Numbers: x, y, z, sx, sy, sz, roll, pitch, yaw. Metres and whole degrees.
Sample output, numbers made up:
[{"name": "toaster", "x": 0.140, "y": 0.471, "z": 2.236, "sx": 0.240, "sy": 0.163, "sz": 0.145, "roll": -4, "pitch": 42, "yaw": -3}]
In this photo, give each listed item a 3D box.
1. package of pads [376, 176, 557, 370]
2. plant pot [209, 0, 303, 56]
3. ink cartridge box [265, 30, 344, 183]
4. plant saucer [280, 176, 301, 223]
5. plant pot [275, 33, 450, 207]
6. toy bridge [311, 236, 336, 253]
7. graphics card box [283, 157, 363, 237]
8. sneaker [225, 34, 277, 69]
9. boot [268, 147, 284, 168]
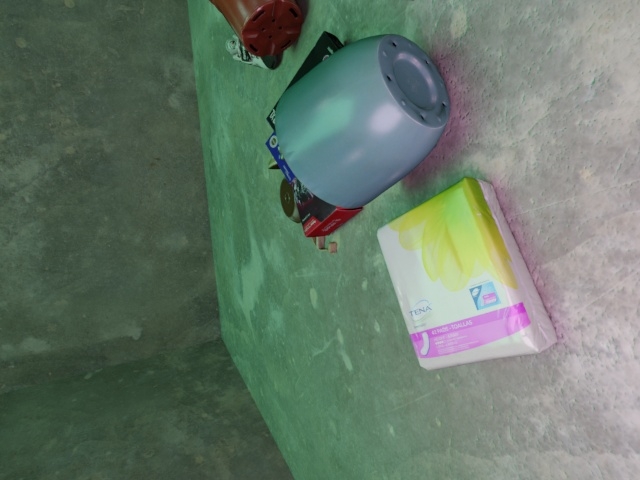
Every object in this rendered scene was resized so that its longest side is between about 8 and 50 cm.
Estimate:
[{"name": "package of pads", "x": 0.239, "y": 0.068, "z": 0.733, "sx": 0.229, "sy": 0.101, "sz": 0.296, "roll": -32, "pitch": 68, "yaw": 46}, {"name": "plant pot", "x": -0.197, "y": -0.739, "z": 1.259, "sx": 0.265, "sy": 0.272, "sz": 0.272, "roll": 63, "pitch": 151, "yaw": 16}, {"name": "ink cartridge box", "x": -0.038, "y": -0.342, "z": 1.096, "sx": 0.371, "sy": 0.069, "sz": 0.175, "roll": -48, "pitch": 61, "yaw": 34}, {"name": "plant saucer", "x": -0.109, "y": -0.159, "z": 1.515, "sx": 0.199, "sy": 0.036, "sz": 0.198, "roll": -9, "pitch": 90, "yaw": 66}, {"name": "plant pot", "x": 0.096, "y": -0.240, "z": 0.782, "sx": 0.235, "sy": 0.293, "sz": 0.292, "roll": -27, "pitch": 73, "yaw": 50}, {"name": "toy bridge", "x": 0.000, "y": 0.000, "z": 1.352, "sx": 0.188, "sy": 0.026, "sz": 0.063, "roll": 45, "pitch": 140, "yaw": 51}, {"name": "graphics card box", "x": -0.013, "y": -0.217, "z": 1.222, "sx": 0.233, "sy": 0.094, "sz": 0.370, "roll": -38, "pitch": 64, "yaw": 60}, {"name": "sneaker", "x": -0.263, "y": -0.706, "z": 1.521, "sx": 0.330, "sy": 0.146, "sz": 0.122, "roll": 38, "pitch": 131, "yaw": 53}, {"name": "boot", "x": -0.141, "y": -0.355, "z": 1.465, "sx": 0.213, "sy": 0.077, "sz": 0.165, "roll": -24, "pitch": 78, "yaw": 59}]
